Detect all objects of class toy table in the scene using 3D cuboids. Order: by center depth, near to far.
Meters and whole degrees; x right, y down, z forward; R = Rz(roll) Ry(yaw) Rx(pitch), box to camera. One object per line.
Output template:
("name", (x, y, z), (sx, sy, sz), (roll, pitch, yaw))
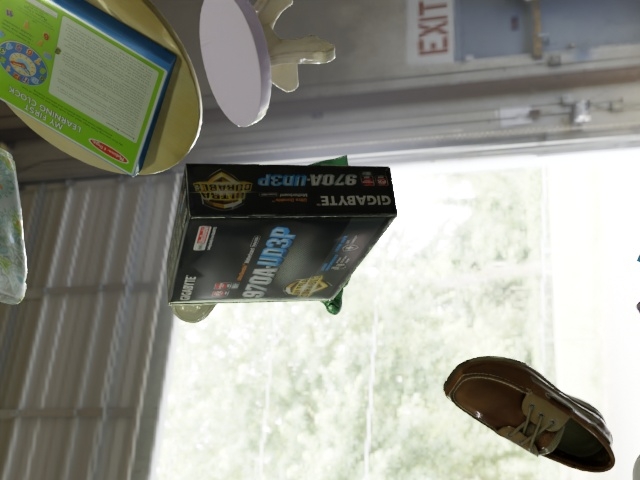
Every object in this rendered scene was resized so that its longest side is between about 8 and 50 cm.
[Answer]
("toy table", (-0.115, -0.369, 1.493), (0.161, 0.252, 0.274), (-35, -26, -30))

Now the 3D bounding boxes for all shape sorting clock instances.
("shape sorting clock", (-0.186, -0.135, 0.619), (0.040, 0.206, 0.206), (-63, -31, -44))

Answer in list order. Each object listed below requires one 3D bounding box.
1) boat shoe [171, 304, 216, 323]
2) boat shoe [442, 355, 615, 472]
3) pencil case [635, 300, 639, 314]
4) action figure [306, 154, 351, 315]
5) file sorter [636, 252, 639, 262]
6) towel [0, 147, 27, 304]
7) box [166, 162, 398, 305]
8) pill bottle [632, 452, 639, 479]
("boat shoe", (-0.166, 0.018, 1.201), (0.079, 0.084, 0.233), (-68, -3, -74))
("boat shoe", (0.359, 0.292, 1.295), (0.122, 0.324, 0.120), (-61, 17, 19))
("pencil case", (0.611, 0.189, 1.347), (0.088, 0.086, 0.206), (22, -132, -55))
("action figure", (0.000, 0.000, 1.175), (0.063, 0.137, 0.232), (28, -131, -61))
("file sorter", (0.604, -0.008, 1.242), (0.170, 0.104, 0.118), (-18, -45, -44))
("towel", (-0.763, -0.070, 1.677), (0.320, 0.090, 0.374), (36, -142, -63))
("box", (-0.046, 0.001, 0.725), (0.220, 0.175, 0.051), (123, 143, -62))
("pill bottle", (0.437, 0.268, 0.912), (0.169, 0.094, 0.094), (4, -97, -48))
